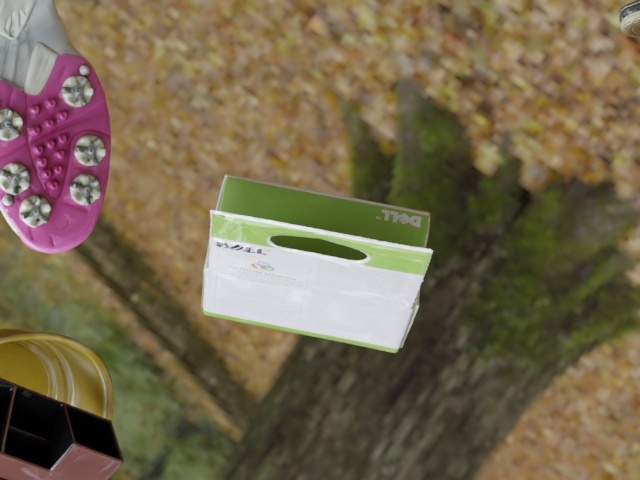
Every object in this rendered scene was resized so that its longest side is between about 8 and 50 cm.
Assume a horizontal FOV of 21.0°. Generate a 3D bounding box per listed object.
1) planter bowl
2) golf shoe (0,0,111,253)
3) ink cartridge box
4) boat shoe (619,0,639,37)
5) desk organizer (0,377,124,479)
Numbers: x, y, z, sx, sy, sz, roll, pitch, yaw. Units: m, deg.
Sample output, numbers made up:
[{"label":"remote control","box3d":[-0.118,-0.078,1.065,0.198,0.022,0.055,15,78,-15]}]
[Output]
[{"label":"planter bowl","box3d":[-0.261,0.131,1.222,0.090,0.217,0.217,40,174,36]},{"label":"golf shoe","box3d":[-0.254,-0.141,1.447,0.140,0.115,0.306,-176,73,-70]},{"label":"ink cartridge box","box3d":[0.000,0.000,1.487,0.189,0.097,0.255,11,158,-1]},{"label":"boat shoe","box3d":[0.320,-0.216,1.488,0.056,0.152,0.049,121,130,-69]},{"label":"desk organizer","box3d":[-0.203,0.135,1.187,0.130,0.050,0.047,27,-156,-37]}]
